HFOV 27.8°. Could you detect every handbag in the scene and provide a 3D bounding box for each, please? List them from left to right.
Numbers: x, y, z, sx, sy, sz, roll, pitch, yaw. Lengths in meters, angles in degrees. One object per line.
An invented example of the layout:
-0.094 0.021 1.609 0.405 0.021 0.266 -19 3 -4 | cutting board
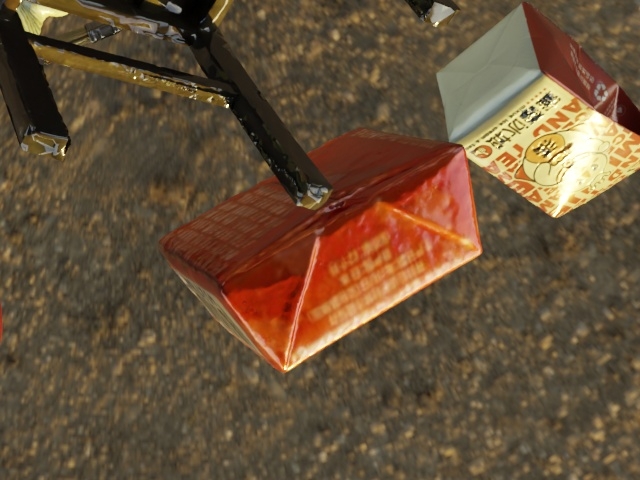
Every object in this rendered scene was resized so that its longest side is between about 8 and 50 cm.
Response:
0.306 -0.146 1.656 0.298 0.151 0.171 31 127 -31 | handbag

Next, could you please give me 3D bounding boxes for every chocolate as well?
0.000 0.000 1.123 0.235 0.237 0.108 -31 106 -14 | chocolate

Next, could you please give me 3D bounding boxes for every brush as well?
-0.132 -0.173 0.974 0.170 0.043 0.014 -24 112 -6 | brush

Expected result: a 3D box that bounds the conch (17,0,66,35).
-0.395 -0.270 1.514 0.131 0.200 0.172 -36 77 29 | conch

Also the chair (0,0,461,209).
-0.057 -0.112 0.393 0.101 0.212 0.084 11 126 -39 | chair

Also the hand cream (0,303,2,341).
-0.311 0.014 0.796 0.149 0.230 0.230 -30 114 -30 | hand cream
